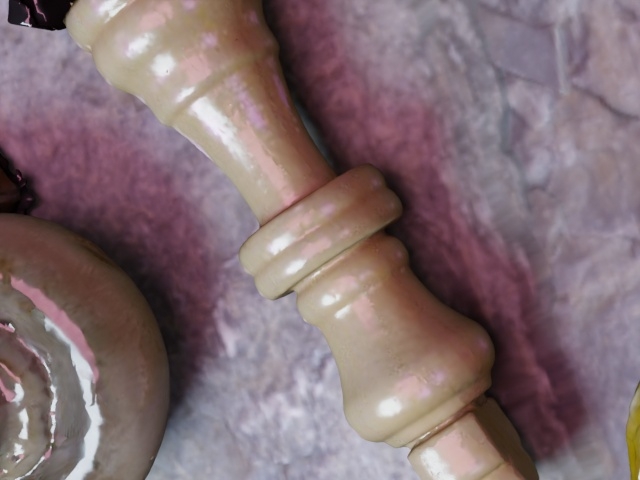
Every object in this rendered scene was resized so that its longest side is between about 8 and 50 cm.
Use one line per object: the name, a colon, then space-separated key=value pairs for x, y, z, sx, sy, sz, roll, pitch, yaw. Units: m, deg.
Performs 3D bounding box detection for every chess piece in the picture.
chess piece: x=0.000 y=0.000 z=1.104 sx=0.117 sy=0.117 sz=0.397 roll=-35 pitch=85 yaw=24

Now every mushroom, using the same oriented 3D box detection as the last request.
mushroom: x=-0.208 y=0.092 z=1.166 sx=0.226 sy=0.178 sz=0.226 roll=3 pitch=99 yaw=23

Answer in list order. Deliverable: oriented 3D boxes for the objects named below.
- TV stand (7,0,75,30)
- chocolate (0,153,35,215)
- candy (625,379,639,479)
TV stand: x=-0.163 y=-0.259 z=1.169 sx=0.036 sy=0.042 sz=0.249 roll=12 pitch=102 yaw=24
chocolate: x=-0.331 y=-0.114 z=1.251 sx=0.329 sy=0.065 sz=0.102 roll=47 pitch=112 yaw=8
candy: x=0.291 y=0.117 z=0.980 sx=0.260 sy=0.118 sz=0.260 roll=9 pitch=113 yaw=21
